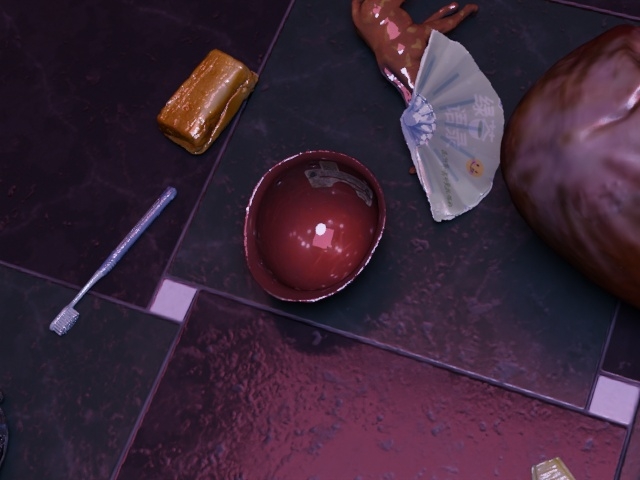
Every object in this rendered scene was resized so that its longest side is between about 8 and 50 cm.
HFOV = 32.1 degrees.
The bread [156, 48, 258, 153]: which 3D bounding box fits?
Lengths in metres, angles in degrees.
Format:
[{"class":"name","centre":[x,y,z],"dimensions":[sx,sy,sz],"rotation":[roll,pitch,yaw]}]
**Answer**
[{"class":"bread","centre":[-0.138,-0.170,1.358],"dimensions":[0.074,0.053,0.132],"rotation":[26,71,23]}]

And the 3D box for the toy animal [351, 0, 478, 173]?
[{"class":"toy animal","centre":[0.115,-0.209,1.338],"dimensions":[0.224,0.066,0.230],"rotation":[39,65,3]}]

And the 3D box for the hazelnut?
[{"class":"hazelnut","centre":[0.361,-0.079,1.082],"dimensions":[0.372,0.372,0.315],"rotation":[-10,76,3]}]

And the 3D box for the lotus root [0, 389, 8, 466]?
[{"class":"lotus root","centre":[-0.381,0.221,1.194],"dimensions":[0.088,0.088,0.165],"rotation":[5,56,10]}]

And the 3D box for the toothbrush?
[{"class":"toothbrush","centre":[-0.239,0.022,1.300],"dimensions":[0.019,0.016,0.219],"rotation":[32,73,19]}]

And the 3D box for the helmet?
[{"class":"helmet","centre":[0.000,0.000,1.227],"dimensions":[0.155,0.106,0.175],"rotation":[10,71,15]}]

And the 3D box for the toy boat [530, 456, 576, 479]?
[{"class":"toy boat","centre":[0.250,0.296,1.075],"dimensions":[0.065,0.066,0.172],"rotation":[-20,63,2]}]

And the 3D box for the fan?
[{"class":"fan","centre":[0.155,-0.135,1.293],"dimensions":[0.131,0.009,0.240],"rotation":[5,73,-17]}]
